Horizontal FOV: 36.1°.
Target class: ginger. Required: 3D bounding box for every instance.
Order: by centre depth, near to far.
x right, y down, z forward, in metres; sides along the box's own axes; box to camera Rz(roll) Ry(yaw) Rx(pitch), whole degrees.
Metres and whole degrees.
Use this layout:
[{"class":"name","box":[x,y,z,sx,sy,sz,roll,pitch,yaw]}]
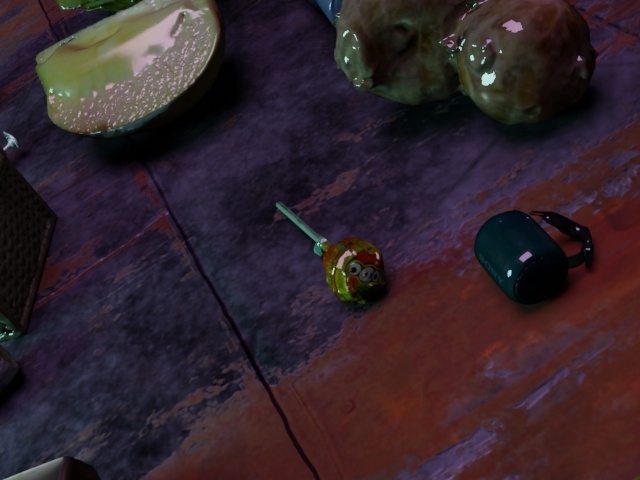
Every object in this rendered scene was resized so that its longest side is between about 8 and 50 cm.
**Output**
[{"class":"ginger","box":[0.144,-0.265,1.050,0.256,0.176,0.375,-3,44,5]}]

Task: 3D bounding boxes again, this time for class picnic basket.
[{"class":"picnic basket","box":[-0.411,0.005,1.120,0.134,0.154,0.196,-17,44,17]}]

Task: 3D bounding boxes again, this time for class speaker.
[{"class":"speaker","box":[0.184,0.005,0.832,0.094,0.060,0.075,-32,42,-1]}]

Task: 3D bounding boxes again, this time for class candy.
[{"class":"candy","box":[0.000,0.000,0.964,0.060,0.060,0.201,-38,35,-8]}]

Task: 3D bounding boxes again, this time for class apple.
[{"class":"apple","box":[-0.225,-0.200,1.241,0.265,0.120,0.193,-22,55,16]}]

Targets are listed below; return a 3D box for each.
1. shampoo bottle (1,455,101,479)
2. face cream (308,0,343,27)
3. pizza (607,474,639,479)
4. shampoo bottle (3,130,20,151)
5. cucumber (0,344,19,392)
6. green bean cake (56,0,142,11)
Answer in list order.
[{"class":"shampoo bottle","box":[-0.345,0.301,0.841,0.350,0.084,0.125,-26,51,8]},{"class":"face cream","box":[-0.002,-0.377,1.306,0.136,0.086,0.385,-29,36,4]},{"class":"pizza","box":[0.154,0.366,0.486,0.435,0.080,0.392,-43,42,-11]},{"class":"shampoo bottle","box":[-0.463,-0.085,1.322,0.152,0.045,0.077,-44,42,-15]},{"class":"cucumber","box":[-0.370,0.154,1.020,0.112,0.064,0.064,-48,43,-12]},{"class":"green bean cake","box":[-0.249,-0.459,1.464,0.310,0.202,0.285,-3,37,28]}]
